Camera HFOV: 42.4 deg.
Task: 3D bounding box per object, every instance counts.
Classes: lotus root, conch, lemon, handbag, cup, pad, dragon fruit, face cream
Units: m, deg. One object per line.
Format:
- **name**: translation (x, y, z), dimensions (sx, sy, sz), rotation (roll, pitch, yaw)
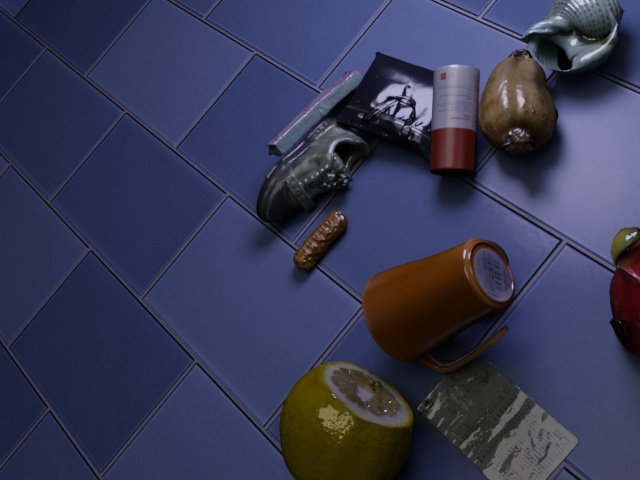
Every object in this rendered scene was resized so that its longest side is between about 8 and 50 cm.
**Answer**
- **lotus root**: translation (0.398, -0.266, 1.654), dimensions (0.154, 0.140, 0.257), rotation (12, 60, 2)
- **conch**: translation (0.517, -0.418, 1.671), dimensions (0.200, 0.131, 0.172), rotation (-19, 83, 25)
- **lemon**: translation (0.037, 0.356, 1.483), dimensions (0.240, 0.240, 0.219), rotation (40, 112, 36)
- **handbag**: translation (0.185, -0.296, 1.809), dimensions (0.254, 0.089, 0.211), rotation (24, 74, 22)
- **cup**: translation (0.224, 0.123, 1.496), dimensions (0.264, 0.182, 0.226), rotation (-32, 95, 43)
- **pad**: translation (0.311, 0.329, 1.481), dimensions (0.159, 0.009, 0.265), rotation (-48, 54, -1)
- **dragon fruit**: translation (0.604, 0.067, 1.321), dimensions (0.305, 0.226, 0.306), rotation (-11, 64, 22)
- **face cream**: translation (0.276, -0.244, 1.698), dimensions (0.095, 0.096, 0.214), rotation (1, 84, 29)

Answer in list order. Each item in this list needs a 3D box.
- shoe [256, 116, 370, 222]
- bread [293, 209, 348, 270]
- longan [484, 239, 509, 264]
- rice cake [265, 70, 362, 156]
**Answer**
- **shoe**: translation (-0.009, -0.140, 1.824), dimensions (0.149, 0.109, 0.293), rotation (31, 79, 42)
- **bread**: translation (0.000, 0.000, 1.792), dimensions (0.157, 0.044, 0.052), rotation (-49, 56, -1)
- **longan**: translation (0.303, 0.047, 1.575), dimensions (0.106, 0.106, 0.119), rotation (-47, 32, 0)
- **rice cake**: translation (-0.019, -0.294, 1.895), dimensions (0.290, 0.051, 0.081), rotation (-44, 12, -18)
